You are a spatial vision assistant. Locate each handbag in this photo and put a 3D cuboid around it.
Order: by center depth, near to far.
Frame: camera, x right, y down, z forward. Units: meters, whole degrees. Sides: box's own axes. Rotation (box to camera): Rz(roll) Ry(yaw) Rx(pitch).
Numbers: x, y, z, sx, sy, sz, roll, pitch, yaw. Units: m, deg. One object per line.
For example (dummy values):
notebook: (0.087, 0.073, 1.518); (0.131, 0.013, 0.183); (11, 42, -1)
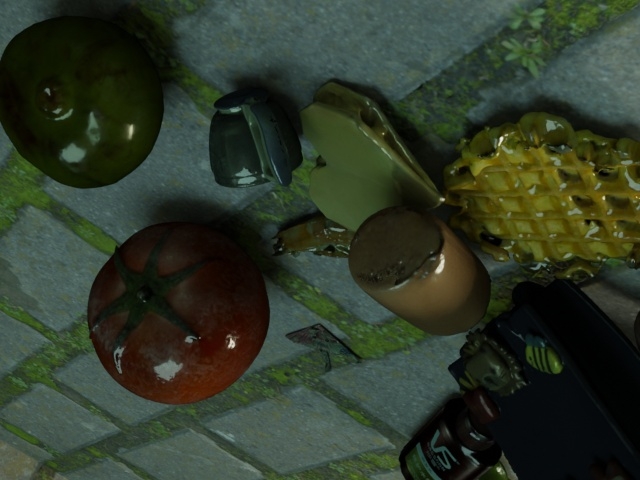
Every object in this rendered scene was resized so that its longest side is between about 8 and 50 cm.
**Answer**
handbag: (0.312, 0.222, 1.360); (0.329, 0.122, 0.303); (52, 156, 10)

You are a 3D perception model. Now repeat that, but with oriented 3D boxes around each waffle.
waffle: (0.264, -0.039, 1.173); (0.262, 0.060, 0.280); (25, 149, 1)

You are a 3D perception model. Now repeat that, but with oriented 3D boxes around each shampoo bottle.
shampoo bottle: (0.220, 0.340, 1.739); (0.129, 0.084, 0.323); (59, 155, 17)

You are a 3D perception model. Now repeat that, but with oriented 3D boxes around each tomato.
tomato: (-0.200, 0.110, 1.546); (0.265, 0.265, 0.265); (18, 148, 12)

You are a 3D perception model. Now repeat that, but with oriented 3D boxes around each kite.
kite: (0.004, 0.178, 1.740); (0.139, 0.011, 0.156); (17, 147, 20)

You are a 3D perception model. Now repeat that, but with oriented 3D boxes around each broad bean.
broad bean: (0.304, 0.413, 1.845); (0.060, 0.043, 0.297); (-3, 139, 24)

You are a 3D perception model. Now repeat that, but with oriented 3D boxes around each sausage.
sausage: (0.118, 0.035, 1.246); (0.123, 0.123, 0.253); (11, 169, 23)

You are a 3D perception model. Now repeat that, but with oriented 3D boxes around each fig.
fig: (-0.274, -0.166, 1.277); (0.203, 0.203, 0.225); (16, -175, 16)

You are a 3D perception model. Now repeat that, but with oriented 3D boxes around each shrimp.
shrimp: (0.000, 0.000, 1.455); (0.180, 0.041, 0.099); (-11, 148, 43)

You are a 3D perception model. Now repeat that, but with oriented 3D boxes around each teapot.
teapot: (-0.085, -0.119, 1.238); (0.111, 0.149, 0.108); (-10, 113, 10)

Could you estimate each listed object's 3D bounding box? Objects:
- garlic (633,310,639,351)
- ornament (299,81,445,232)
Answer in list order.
garlic: (0.438, 0.114, 1.238); (0.147, 0.102, 0.159); (39, 148, -13)
ornament: (0.064, -0.081, 1.237); (0.180, 0.059, 0.201); (25, 151, 22)
